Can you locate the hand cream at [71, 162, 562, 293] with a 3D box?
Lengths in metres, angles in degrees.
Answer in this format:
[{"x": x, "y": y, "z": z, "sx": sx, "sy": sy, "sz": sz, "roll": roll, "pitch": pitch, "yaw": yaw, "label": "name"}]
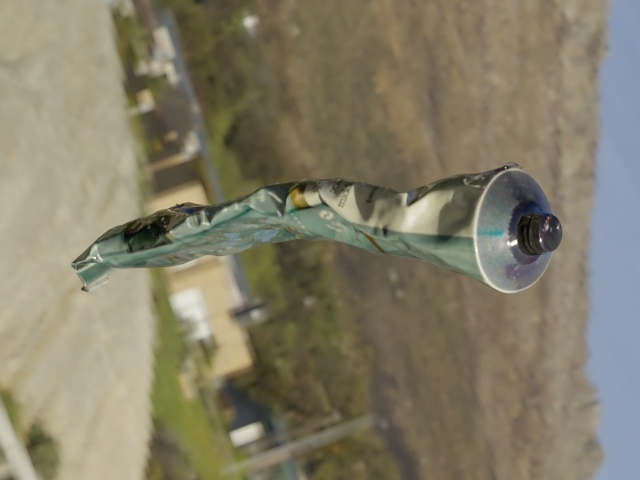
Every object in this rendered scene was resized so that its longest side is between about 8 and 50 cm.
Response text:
[{"x": 0.000, "y": 0.001, "z": 0.839, "sx": 0.248, "sy": 0.075, "sz": 0.052, "roll": -4, "pitch": -94, "yaw": 42, "label": "hand cream"}]
